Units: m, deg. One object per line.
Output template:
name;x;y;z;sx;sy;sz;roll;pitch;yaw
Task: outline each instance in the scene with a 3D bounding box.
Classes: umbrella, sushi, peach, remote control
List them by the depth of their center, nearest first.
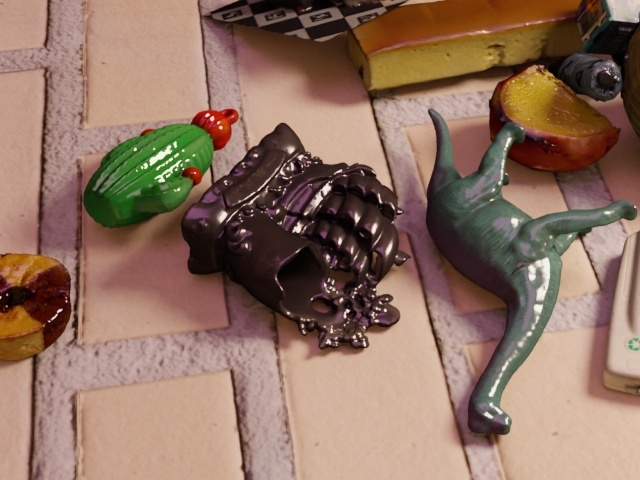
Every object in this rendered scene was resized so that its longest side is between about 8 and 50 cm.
remote control;0.370;0.074;1.481;0.090;0.049;0.230;6;45;13
peach;0.292;-0.143;1.689;0.172;0.092;0.127;23;55;14
umbrella;0.341;-0.212;1.713;0.052;0.053;0.250;-46;7;6
sushi;0.016;-0.384;1.928;0.294;0.059;0.292;-30;31;-27

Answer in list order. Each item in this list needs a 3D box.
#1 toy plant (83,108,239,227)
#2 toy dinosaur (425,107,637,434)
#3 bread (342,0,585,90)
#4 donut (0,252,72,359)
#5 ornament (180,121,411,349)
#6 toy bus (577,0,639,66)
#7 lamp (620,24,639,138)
toy plant;-0.205;-0.098;1.672;0.154;0.088;0.240;-4;33;20
toy dinosaur;0.159;0.021;1.528;0.331;0.129;0.383;-40;53;-22
bread;0.220;-0.289;1.848;0.361;0.077;0.138;-11;32;-9
donut;-0.347;0.075;1.511;0.140;0.059;0.140;-1;42;1
ornament;0.000;0.000;1.556;0.260;0.106;0.251;25;52;20
toy bus;0.469;-0.291;1.787;0.261;0.091;0.109;2;60;-24
lamp;0.479;-0.203;1.603;0.250;0.284;0.250;-11;69;31
